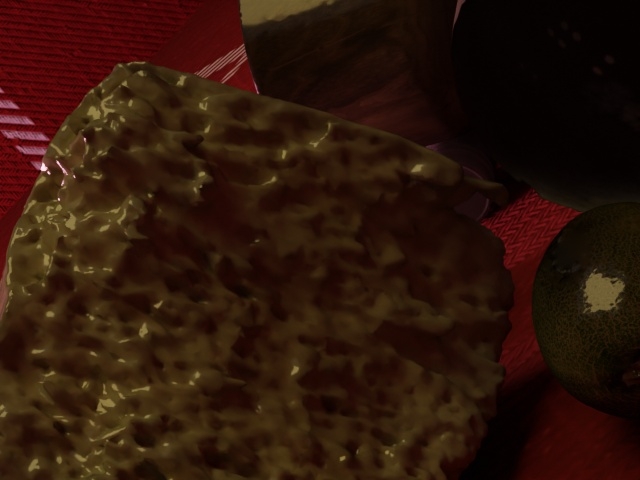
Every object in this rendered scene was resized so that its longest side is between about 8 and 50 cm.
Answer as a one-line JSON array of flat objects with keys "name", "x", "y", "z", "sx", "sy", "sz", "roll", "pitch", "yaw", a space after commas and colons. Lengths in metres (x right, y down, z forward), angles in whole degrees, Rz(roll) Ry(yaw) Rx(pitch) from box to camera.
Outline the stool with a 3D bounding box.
[{"name": "stool", "x": 0.092, "y": -0.164, "z": 1.306, "sx": 0.264, "sy": 0.179, "sz": 0.179, "roll": -15, "pitch": 23, "yaw": 16}]

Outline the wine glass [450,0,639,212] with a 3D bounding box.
[{"name": "wine glass", "x": 0.222, "y": -0.168, "z": 1.050, "sx": 0.238, "sy": 0.238, "sz": 0.323, "roll": -28, "pitch": 18, "yaw": 46}]

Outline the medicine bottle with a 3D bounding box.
[{"name": "medicine bottle", "x": 0.105, "y": -0.051, "z": 1.353, "sx": 0.058, "sy": 0.058, "sz": 0.091, "roll": -37, "pitch": 15, "yaw": 21}]

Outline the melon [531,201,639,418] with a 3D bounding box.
[{"name": "melon", "x": 0.157, "y": 0.031, "z": 0.905, "sx": 0.099, "sy": 0.099, "sz": 0.162, "roll": -38, "pitch": 14, "yaw": 17}]

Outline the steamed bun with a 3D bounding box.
[{"name": "steamed bun", "x": -0.064, "y": 0.089, "z": 0.977, "sx": 0.273, "sy": 0.290, "sz": 0.272, "roll": -54, "pitch": 6, "yaw": 49}]
